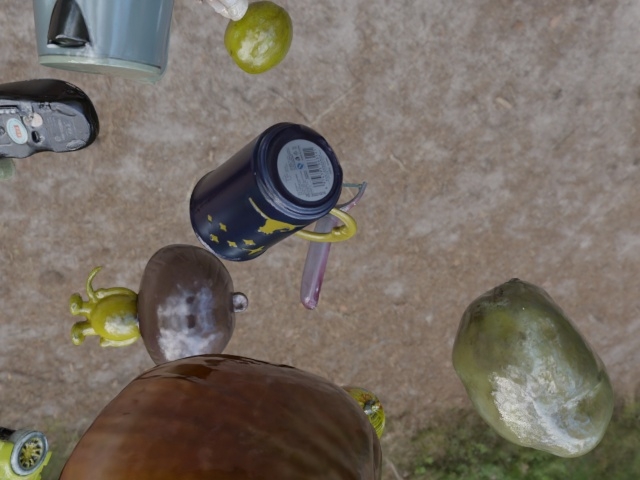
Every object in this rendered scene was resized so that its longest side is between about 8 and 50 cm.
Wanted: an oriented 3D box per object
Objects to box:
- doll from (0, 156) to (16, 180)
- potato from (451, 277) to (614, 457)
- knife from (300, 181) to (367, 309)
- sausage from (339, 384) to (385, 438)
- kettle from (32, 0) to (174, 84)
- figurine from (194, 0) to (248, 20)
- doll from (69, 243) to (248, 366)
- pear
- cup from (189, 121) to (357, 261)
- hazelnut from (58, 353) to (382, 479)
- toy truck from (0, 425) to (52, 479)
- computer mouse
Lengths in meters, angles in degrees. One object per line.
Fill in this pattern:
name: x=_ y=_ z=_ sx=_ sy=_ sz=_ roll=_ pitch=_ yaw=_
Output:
doll: x=-0.807 y=-0.198 z=1.652 sx=0.149 sy=0.175 sz=0.278 roll=-21 pitch=179 yaw=30
potato: x=0.382 y=0.239 z=1.325 sx=0.243 sy=0.326 sz=0.221 roll=-41 pitch=-176 yaw=3
knife: x=-0.001 y=0.000 z=1.446 sx=0.053 sy=0.123 sz=0.277 roll=35 pitch=67 yaw=-48
sausage: x=0.002 y=0.348 z=1.272 sx=0.123 sy=0.123 sz=0.347 roll=3 pitch=147 yaw=-34
kettle: x=-0.198 y=-0.282 z=0.704 sx=0.160 sy=0.210 sz=0.243 roll=6 pitch=99 yaw=7
figurine: x=-0.234 y=-0.502 z=1.289 sx=0.257 sy=0.182 sz=0.144 roll=7 pitch=106 yaw=-47
doll: x=-0.179 y=0.069 z=0.807 sx=0.188 sy=0.096 sz=0.145 roll=18 pitch=90 yaw=-1
pear: x=-0.138 y=-0.454 z=1.606 sx=0.162 sy=0.149 sz=0.149 roll=-51 pitch=138 yaw=4
cup: x=-0.057 y=-0.083 z=1.232 sx=0.255 sy=0.178 sz=0.256 roll=-6 pitch=169 yaw=-34
hazelnut: x=-0.046 y=0.123 z=0.354 sx=0.150 sy=0.150 sz=0.150 roll=-17 pitch=139 yaw=-15
toy truck: x=-0.403 y=0.234 z=0.698 sx=0.124 sy=0.157 sz=0.272 roll=7 pitch=161 yaw=24
computer mouse: x=-0.518 y=-0.224 z=1.304 sx=0.234 sy=0.096 sz=0.137 roll=-1 pitch=139 yaw=-8
